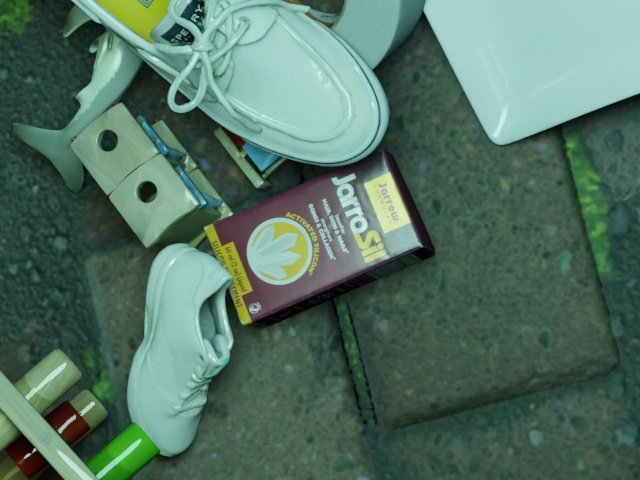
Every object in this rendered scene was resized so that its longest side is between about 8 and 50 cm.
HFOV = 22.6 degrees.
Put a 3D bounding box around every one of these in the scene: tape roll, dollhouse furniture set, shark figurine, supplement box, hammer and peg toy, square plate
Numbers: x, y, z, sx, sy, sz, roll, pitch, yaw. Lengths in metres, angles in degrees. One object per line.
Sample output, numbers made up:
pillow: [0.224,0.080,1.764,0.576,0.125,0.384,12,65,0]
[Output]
tape roll: [-0.011,-0.250,1.486,0.219,0.072,0.219,15,124,23]
dollhouse furniture set: [-0.113,-0.096,1.523,0.184,0.129,0.129,-39,79,7]
shark figurine: [-0.182,-0.183,1.565,0.166,0.116,0.278,7,77,46]
supplement box: [0.000,0.000,1.516,0.188,0.081,0.104,-24,81,9]
hammer and peg toy: [-0.235,0.197,1.473,0.127,0.266,0.361,-42,77,-11]
square plate: [0.215,-0.286,1.396,0.344,0.049,0.347,-19,104,41]

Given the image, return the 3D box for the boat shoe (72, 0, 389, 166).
boat shoe: [-0.104,-0.188,1.405,0.367,0.156,0.136,38,101,4]

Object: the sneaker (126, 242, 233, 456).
sneaker: [-0.122,0.115,1.500,0.094,0.080,0.212,22,115,38]
